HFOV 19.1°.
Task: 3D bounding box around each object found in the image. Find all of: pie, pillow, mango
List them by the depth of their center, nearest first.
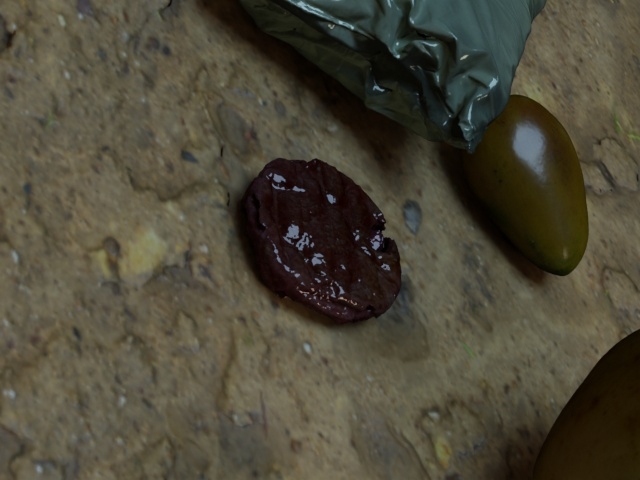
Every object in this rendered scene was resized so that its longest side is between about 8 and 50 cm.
[{"bbox_3d":[0.000,0.000,1.453,0.153,0.038,0.153,28,42,-28],"label":"pie"},{"bbox_3d":[0.056,-0.224,1.633,0.283,0.138,0.310,37,35,-8],"label":"pillow"},{"bbox_3d":[0.184,-0.051,1.674,0.163,0.089,0.111,56,45,-13],"label":"mango"}]

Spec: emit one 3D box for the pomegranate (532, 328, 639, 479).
[{"bbox_3d":[0.300,0.186,1.416,0.307,0.307,0.307,30,40,-30],"label":"pomegranate"}]
